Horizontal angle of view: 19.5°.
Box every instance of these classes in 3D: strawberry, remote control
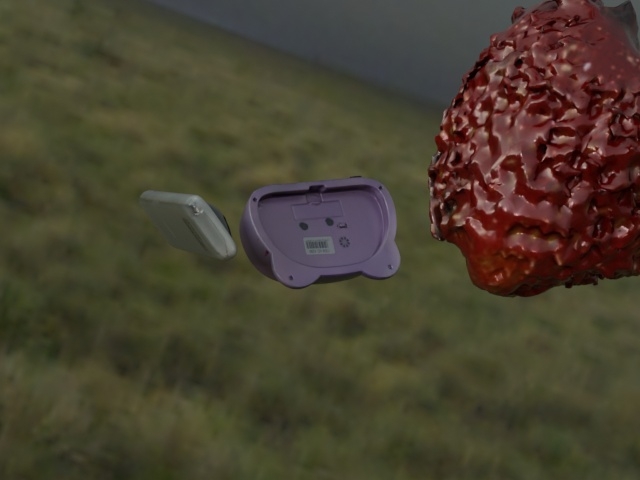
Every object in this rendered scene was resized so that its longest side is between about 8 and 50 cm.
[{"bbox_3d":[0.155,-0.047,1.172,0.184,0.201,0.187,16,-42,44],"label":"strawberry"},{"bbox_3d":[-0.124,-0.018,1.749,0.067,0.029,0.261,54,-11,-11],"label":"remote control"}]

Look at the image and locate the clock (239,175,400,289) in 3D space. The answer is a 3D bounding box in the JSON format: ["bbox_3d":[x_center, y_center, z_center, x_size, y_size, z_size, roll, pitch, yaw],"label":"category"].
[{"bbox_3d":[0.000,0.000,1.796,0.152,0.110,0.050,-6,-22,-25],"label":"clock"}]
